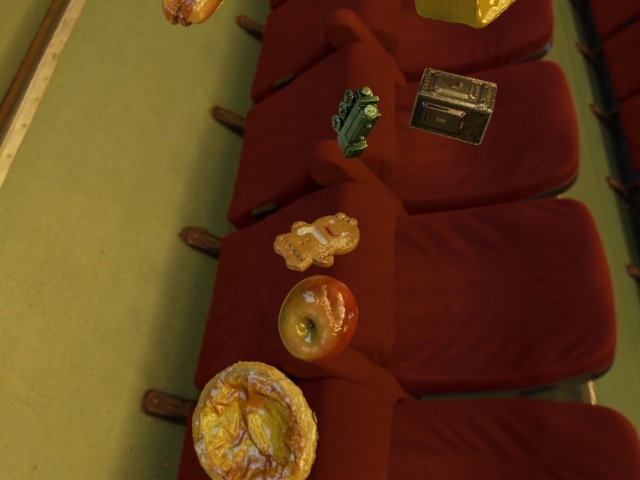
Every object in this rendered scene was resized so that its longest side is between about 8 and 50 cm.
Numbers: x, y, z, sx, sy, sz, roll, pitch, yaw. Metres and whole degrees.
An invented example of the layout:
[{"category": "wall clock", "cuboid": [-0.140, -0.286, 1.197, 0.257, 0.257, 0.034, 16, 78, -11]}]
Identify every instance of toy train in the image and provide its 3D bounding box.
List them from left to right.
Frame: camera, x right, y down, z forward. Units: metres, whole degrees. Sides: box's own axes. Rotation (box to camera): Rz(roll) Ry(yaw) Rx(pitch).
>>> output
[{"category": "toy train", "cuboid": [0.085, -0.279, 1.398, 0.071, 0.170, 0.111, -12, 68, -24]}]

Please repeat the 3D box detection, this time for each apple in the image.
[{"category": "apple", "cuboid": [-0.003, 0.206, 1.598, 0.210, 0.235, 0.173, 48, 25, 8]}]

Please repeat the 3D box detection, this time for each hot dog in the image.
[{"category": "hot dog", "cuboid": [-0.263, -0.642, 1.465, 0.100, 0.135, 0.337, 55, 49, -46]}]

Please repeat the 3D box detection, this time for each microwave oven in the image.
[{"category": "microwave oven", "cuboid": [0.361, -0.371, 1.629, 0.205, 0.129, 0.163, 15, 46, 6]}]

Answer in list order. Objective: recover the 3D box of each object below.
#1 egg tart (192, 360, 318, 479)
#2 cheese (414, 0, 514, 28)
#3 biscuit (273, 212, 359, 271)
[{"category": "egg tart", "cuboid": [-0.150, 0.456, 1.452, 0.132, 0.342, 0.341, 24, 50, -66]}, {"category": "cheese", "cuboid": [0.091, -0.248, 0.375, 0.171, 0.126, 0.093, 51, 1, -32]}, {"category": "biscuit", "cuboid": [0.000, -0.002, 1.626, 0.249, 0.035, 0.184, -20, 46, -21]}]
